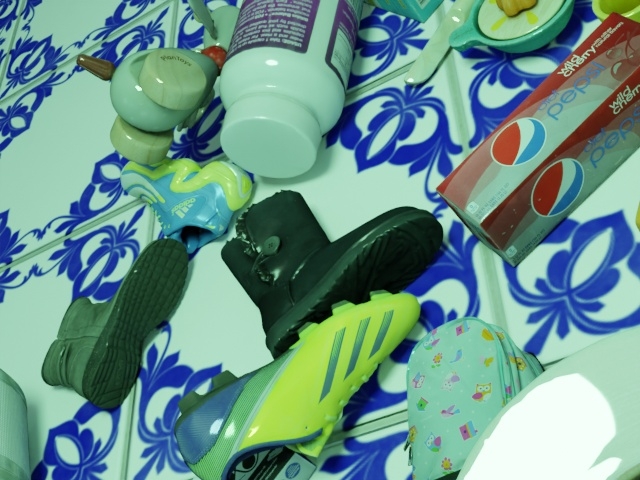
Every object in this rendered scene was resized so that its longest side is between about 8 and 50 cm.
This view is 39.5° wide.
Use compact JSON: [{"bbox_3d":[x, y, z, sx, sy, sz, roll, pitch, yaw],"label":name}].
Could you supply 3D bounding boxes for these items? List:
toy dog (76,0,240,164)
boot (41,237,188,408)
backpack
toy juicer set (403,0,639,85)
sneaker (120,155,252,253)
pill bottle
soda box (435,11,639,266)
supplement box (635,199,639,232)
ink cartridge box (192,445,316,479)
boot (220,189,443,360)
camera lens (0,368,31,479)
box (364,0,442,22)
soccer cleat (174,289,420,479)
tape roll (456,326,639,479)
[{"bbox_3d":[-0.219,-0.250,1.236,0.220,0.161,0.333,-53,8,19],"label":"toy dog"},{"bbox_3d":[-0.288,0.095,1.200,0.161,0.083,0.246,14,74,45],"label":"boot"},{"bbox_3d":[0.145,0.159,0.782,0.152,0.115,0.182,-23,44,27],"label":"backpack"},{"bbox_3d":[0.252,-0.310,1.079,0.329,0.089,0.209,-3,57,38],"label":"toy juicer set"},{"bbox_3d":[-0.211,-0.051,1.250,0.240,0.091,0.126,1,61,39],"label":"sneaker"},{"bbox_3d":[-0.042,-0.239,1.201,0.169,0.169,0.301,-11,52,33],"label":"pill bottle"},{"bbox_3d":[0.250,-0.104,0.917,0.263,0.092,0.083,-45,41,2],"label":"soda box"},{"bbox_3d":[0.363,-0.093,0.829,0.078,0.080,0.233,0,61,41],"label":"supplement box"},{"bbox_3d":[-0.104,0.290,0.932,0.207,0.046,0.097,-53,41,-7],"label":"ink cartridge box"},{"bbox_3d":[0.000,0.000,1.035,0.246,0.094,0.207,-43,45,13],"label":"boot"},{"bbox_3d":[-0.470,0.294,1.093,0.219,0.219,0.274,-36,43,11],"label":"camera lens"},{"bbox_3d":[0.068,-0.392,1.281,0.060,0.100,0.244,-49,42,-4],"label":"box"},{"bbox_3d":[-0.008,0.154,0.908,0.289,0.093,0.121,-30,66,-14],"label":"soccer cleat"},{"bbox_3d":[0.265,0.243,0.575,0.392,0.072,0.392,-9,64,18],"label":"tape roll"}]
